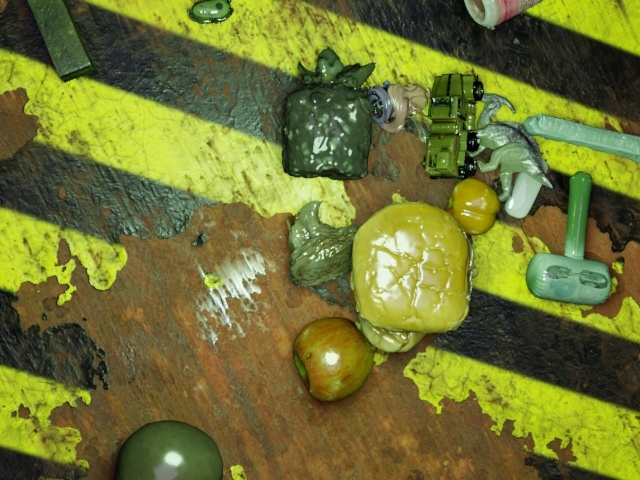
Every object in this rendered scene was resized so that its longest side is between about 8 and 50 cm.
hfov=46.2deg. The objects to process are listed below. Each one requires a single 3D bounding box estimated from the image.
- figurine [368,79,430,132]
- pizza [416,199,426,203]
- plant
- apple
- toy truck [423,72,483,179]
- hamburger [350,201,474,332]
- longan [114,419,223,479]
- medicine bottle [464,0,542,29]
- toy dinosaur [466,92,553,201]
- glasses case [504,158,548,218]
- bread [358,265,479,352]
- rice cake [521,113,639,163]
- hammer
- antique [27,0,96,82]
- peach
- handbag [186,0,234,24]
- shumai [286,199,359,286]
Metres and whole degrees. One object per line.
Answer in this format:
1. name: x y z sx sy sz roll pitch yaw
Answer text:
1. figurine: 0.196 -0.329 1.818 0.157 0.114 0.126 -9 107 -8
2. pizza: 0.177 -0.027 1.822 0.195 0.185 0.052 -9 134 15
3. plant: 0.019 -0.298 1.748 0.215 0.213 0.312 7 91 -5
4. apple: 0.032 0.276 1.767 0.195 0.196 0.196 0 90 -7
5. toy truck: 0.309 -0.279 1.807 0.127 0.127 0.257 5 84 33
6. hamburger: 0.209 0.059 1.668 0.318 0.158 0.319 0 88 -6
7. longan: -0.345 0.527 1.710 0.246 0.215 0.246 3 107 9
8. medicine bottle: 0.482 -0.632 1.836 0.247 0.147 0.147 -29 94 -6
9. toy dinosaur: 0.450 -0.230 1.859 0.162 0.077 0.294 -30 88 2
10. glasses case: 0.519 -0.134 1.893 0.063 0.041 0.164 25 87 -4
11. bread: 0.223 0.134 1.810 0.173 0.121 0.311 42 78 15
12. rice cake: 0.675 -0.262 1.899 0.336 0.066 0.063 13 89 -6
13. hammer: 0.632 -0.010 1.882 0.206 0.119 0.336 10 83 -7
14. antique: -0.604 -0.486 1.737 0.080 0.081 0.221 -22 93 -7
15. peach: 0.374 -0.080 1.833 0.138 0.138 0.138 0 90 -7
16. handbag: -0.264 -0.548 1.794 0.111 0.047 0.072 -12 91 -9
17. shumai: 0.000 0.000 1.795 0.205 0.166 0.176 -20 66 -18
